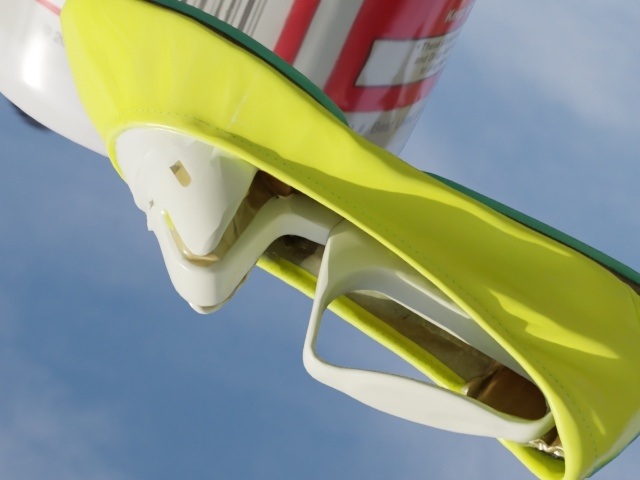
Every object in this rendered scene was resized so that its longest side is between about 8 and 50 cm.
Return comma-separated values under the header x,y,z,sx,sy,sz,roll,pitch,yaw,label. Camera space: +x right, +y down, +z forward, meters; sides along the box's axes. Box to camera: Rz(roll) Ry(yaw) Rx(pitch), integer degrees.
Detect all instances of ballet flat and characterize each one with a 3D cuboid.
x,y,z,sx,sy,sz,roll,pitch,yaw,label
0.000,0.000,0.490,0.231,0.077,0.077,31,-116,9,ballet flat

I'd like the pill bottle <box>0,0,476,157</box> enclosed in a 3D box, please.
x,y,z,sx,sy,sz,roll,pitch,yaw,label
0.006,-0.239,0.648,0.229,0.408,0.229,20,-152,-11,pill bottle
